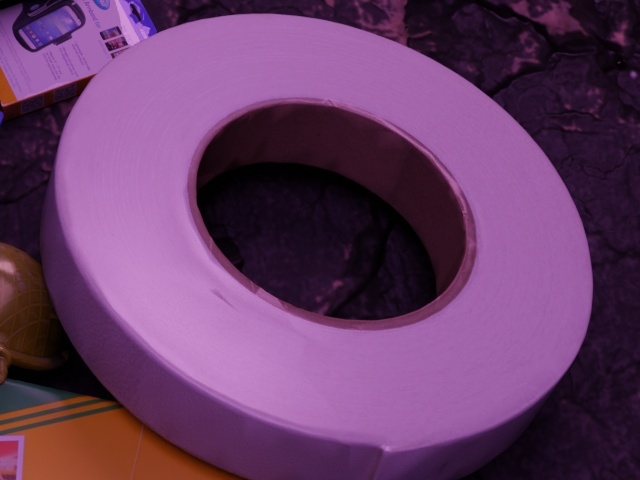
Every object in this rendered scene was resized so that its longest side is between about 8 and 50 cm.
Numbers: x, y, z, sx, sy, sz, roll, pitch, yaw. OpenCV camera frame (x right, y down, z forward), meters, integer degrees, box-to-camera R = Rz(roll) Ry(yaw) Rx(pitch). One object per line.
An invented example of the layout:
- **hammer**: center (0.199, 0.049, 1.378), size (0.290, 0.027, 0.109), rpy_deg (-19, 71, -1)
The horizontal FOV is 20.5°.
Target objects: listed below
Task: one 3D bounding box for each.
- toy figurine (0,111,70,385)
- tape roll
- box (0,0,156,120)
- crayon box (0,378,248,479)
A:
- **toy figurine**: center (-0.296, -0.082, 1.177), size (0.362, 0.191, 0.217), rpy_deg (27, 91, 2)
- **tape roll**: center (0.000, 0.000, 1.237), size (0.392, 0.072, 0.392), rpy_deg (11, 47, -12)
- **box**: center (-0.197, -0.151, 1.361), size (0.136, 0.028, 0.081), rpy_deg (-21, 70, -20)
- **crayon box**: center (-0.205, 0.273, 1.114), size (0.313, 0.106, 0.363), rpy_deg (12, 63, -3)
